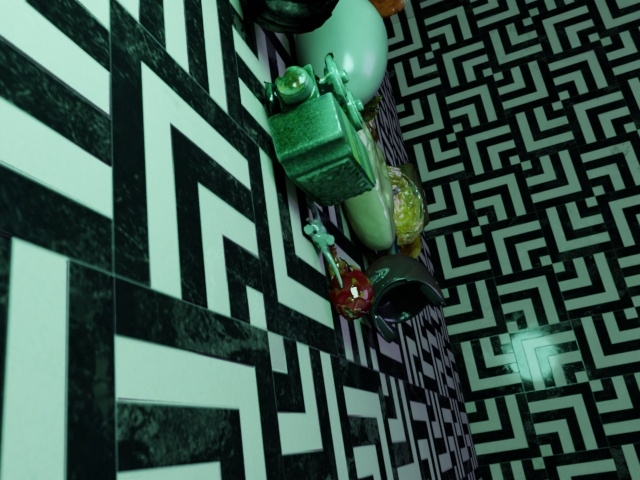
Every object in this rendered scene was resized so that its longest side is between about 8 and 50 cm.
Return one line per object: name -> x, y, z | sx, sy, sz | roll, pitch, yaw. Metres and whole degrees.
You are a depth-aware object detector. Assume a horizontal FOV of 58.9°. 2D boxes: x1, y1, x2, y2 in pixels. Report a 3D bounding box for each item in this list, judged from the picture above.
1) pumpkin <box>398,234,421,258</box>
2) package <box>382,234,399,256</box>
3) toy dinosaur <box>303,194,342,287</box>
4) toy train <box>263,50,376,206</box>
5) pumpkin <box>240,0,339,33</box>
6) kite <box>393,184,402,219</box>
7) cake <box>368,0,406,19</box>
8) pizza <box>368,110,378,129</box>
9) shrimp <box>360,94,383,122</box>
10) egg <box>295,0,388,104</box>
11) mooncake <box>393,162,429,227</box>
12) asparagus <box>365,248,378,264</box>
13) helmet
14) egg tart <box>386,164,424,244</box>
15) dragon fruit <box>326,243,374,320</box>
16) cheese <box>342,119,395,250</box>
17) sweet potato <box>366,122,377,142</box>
pumpkin -> 0.313, -0.011, 2.095 | 0.107, 0.118, 0.184 | 10, 72, -71
package -> 0.200, 0.036, 1.603 | 0.171, 0.027, 0.173 | -88, -176, -47
toy dinosaur -> 0.004, -0.001, 1.140 | 0.187, 0.044, 0.106 | 62, 0, -8
toy train -> 0.008, -0.203, 1.086 | 0.299, 0.166, 0.238 | 33, 39, -66
pumpkin -> -0.083, -0.523, 1.030 | 0.296, 0.295, 0.296 | -15, 90, -75
kite -> 0.172, -0.112, 1.683 | 0.244, 0.006, 0.198 | -42, 102, -39
cake -> 0.074, -0.794, 1.657 | 0.269, 0.270, 0.320 | 39, 35, -46
pizza -> 0.161, -0.536, 2.123 | 0.226, 0.086, 0.336 | 23, 52, -69
shrimp -> 0.080, -0.353, 1.498 | 0.051, 0.217, 0.115 | -37, 108, -32
egg -> 0.053, -0.464, 1.387 | 0.230, 0.229, 0.371 | 58, 21, -46
mooncake -> 0.337, -0.163, 2.258 | 0.284, 0.155, 0.285 | -13, 90, -74
asparagus -> 0.161, 0.068, 1.646 | 0.036, 0.030, 0.165 | -66, 147, -29
helmet -> 0.187, 0.130, 1.370 | 0.193, 0.189, 0.216 | 57, 10, 31
egg tart -> 0.215, -0.098, 1.797 | 0.290, 0.107, 0.291 | 17, 62, -37
dragon fruit -> 0.058, 0.085, 1.172 | 0.094, 0.094, 0.191 | 58, 11, -47
cheese -> 0.106, -0.141, 1.461 | 0.351, 0.129, 0.329 | 31, 46, -68
sweet potato -> 0.140, -0.335, 1.837 | 0.251, 0.097, 0.097 | 15, 61, -71
